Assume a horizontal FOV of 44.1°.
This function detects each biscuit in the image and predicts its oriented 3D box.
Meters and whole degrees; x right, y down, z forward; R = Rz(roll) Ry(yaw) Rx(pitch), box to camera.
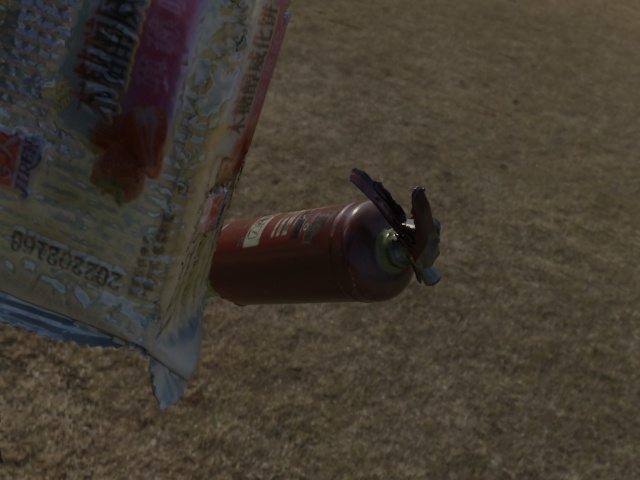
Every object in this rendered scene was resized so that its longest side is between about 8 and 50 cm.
[{"bbox_3d":[-0.101,-0.086,0.400,0.186,0.308,0.079,23,18,5],"label":"biscuit"}]

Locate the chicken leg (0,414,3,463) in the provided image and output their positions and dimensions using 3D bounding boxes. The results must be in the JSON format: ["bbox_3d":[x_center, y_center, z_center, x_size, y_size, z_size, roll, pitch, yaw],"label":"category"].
[{"bbox_3d":[-0.317,0.084,0.597,0.234,0.105,0.063,45,63,-8],"label":"chicken leg"}]

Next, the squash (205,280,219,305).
[{"bbox_3d":[-0.187,0.011,0.980,0.069,0.238,0.069,-16,47,18],"label":"squash"}]

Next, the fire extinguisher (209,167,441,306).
[{"bbox_3d":[0.000,0.000,0.822,0.147,0.337,0.106,49,56,-26],"label":"fire extinguisher"}]
